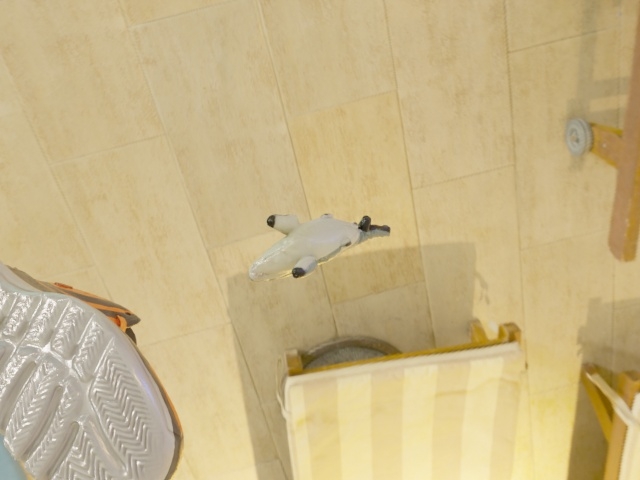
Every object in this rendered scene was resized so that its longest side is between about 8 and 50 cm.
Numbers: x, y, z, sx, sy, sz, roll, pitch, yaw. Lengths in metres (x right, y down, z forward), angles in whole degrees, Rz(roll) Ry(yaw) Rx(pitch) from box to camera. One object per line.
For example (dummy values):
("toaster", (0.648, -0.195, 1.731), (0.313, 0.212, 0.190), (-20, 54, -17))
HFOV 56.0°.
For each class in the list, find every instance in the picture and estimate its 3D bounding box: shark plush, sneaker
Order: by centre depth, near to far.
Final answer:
("sneaker", (-0.203, 0.104, 0.536), (0.124, 0.321, 0.180), (-58, 151, -2))
("shark plush", (0.000, 0.000, 0.641), (0.161, 0.073, 0.067), (-27, 158, -31))
